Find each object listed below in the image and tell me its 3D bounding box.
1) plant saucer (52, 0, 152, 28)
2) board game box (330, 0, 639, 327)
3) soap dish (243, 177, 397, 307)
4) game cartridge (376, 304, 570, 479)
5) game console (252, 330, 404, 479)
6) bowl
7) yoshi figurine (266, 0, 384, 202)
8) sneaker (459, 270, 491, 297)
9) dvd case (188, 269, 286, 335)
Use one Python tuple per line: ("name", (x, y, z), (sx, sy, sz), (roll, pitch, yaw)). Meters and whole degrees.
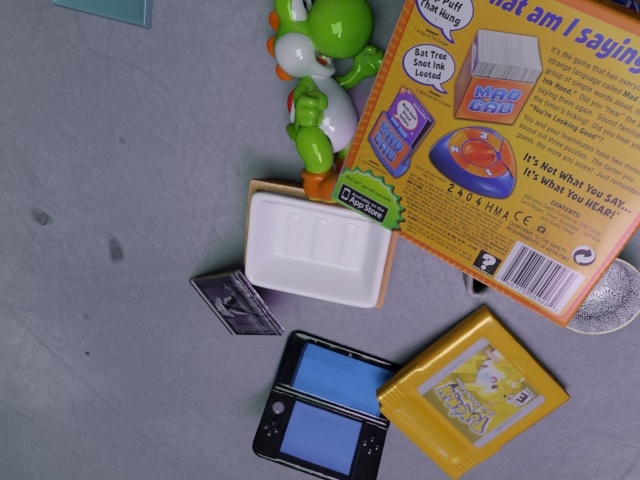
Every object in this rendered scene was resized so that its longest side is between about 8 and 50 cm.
("plant saucer", (-0.400, -0.439, 1.101), (0.192, 0.018, 0.067), (15, 119, 2))
("board game box", (0.290, -0.179, 0.846), (0.356, 0.356, 0.356), (30, 125, 13))
("soap dish", (0.000, 0.000, 1.189), (0.291, 0.118, 0.229), (11, 118, 5))
("game cartridge", (0.320, 0.336, 1.303), (0.324, 0.052, 0.285), (-43, 103, 13))
("game console", (0.023, 0.385, 1.359), (0.293, 0.250, 0.173), (18, 145, 2))
("bowl", (0.517, 0.086, 1.153), (0.170, 0.080, 0.170), (4, 118, 8))
("yoshi figurine", (0.029, -0.259, 1.019), (0.203, 0.203, 0.362), (-16, 107, -1))
("sneaker", (0.352, 0.005, 1.121), (0.099, 0.121, 0.262), (25, 119, -3))
("dvd case", (-0.180, 0.137, 1.287), (0.221, 0.018, 0.164), (-12, 119, 53))
